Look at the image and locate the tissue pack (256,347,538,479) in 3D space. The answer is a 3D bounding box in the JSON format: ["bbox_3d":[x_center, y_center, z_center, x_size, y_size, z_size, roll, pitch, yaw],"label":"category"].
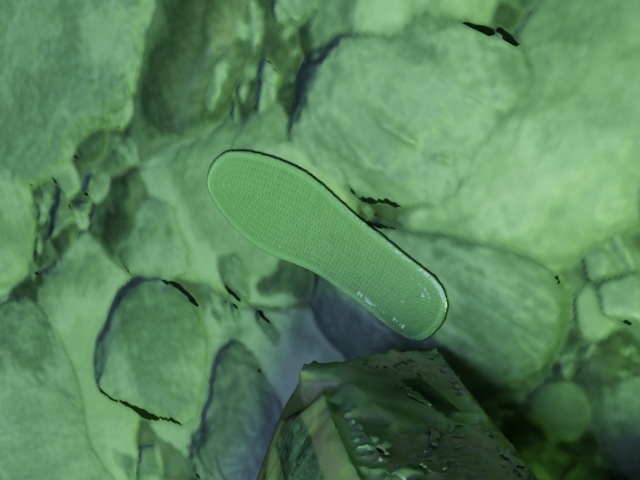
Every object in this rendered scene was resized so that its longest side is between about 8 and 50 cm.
[{"bbox_3d":[0.021,0.202,0.436,0.215,0.123,0.256,-126,43,-59],"label":"tissue pack"}]

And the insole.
[{"bbox_3d":[0.000,0.000,0.522,0.153,0.002,0.053,37,117,19],"label":"insole"}]
